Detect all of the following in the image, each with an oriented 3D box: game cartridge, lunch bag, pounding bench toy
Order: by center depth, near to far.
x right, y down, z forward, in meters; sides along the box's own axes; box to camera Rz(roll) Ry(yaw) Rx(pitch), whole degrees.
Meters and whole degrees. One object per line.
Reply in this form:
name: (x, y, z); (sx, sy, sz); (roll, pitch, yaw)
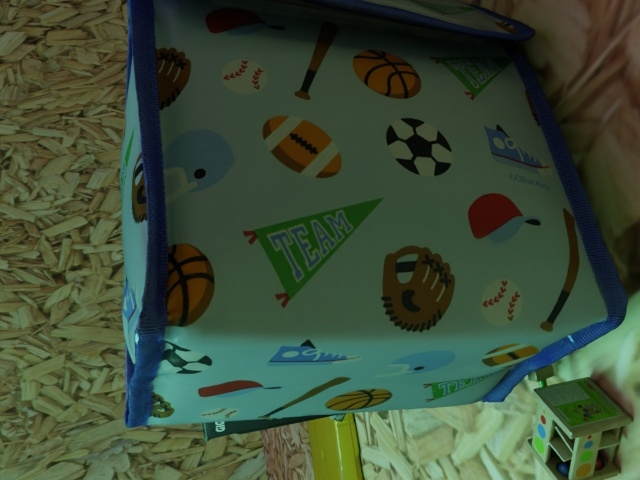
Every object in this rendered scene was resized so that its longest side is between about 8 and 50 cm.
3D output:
lunch bag: (0.005, -0.075, 0.533); (0.239, 0.327, 0.386); (121, 147, -54)
pounding bench toy: (0.195, 0.146, 0.534); (0.083, 0.052, 0.065); (-123, 28, -59)
game cartridge: (0.029, 0.445, 1.395); (0.285, 0.052, 0.324); (168, 96, -76)

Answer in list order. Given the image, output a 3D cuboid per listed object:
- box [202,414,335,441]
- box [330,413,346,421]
box: (-0.031, 0.159, 0.943); (0.296, 0.293, 0.073); (96, 159, -45)
box: (0.029, 0.255, 1.231); (0.094, 0.027, 0.137); (-65, 25, 15)
